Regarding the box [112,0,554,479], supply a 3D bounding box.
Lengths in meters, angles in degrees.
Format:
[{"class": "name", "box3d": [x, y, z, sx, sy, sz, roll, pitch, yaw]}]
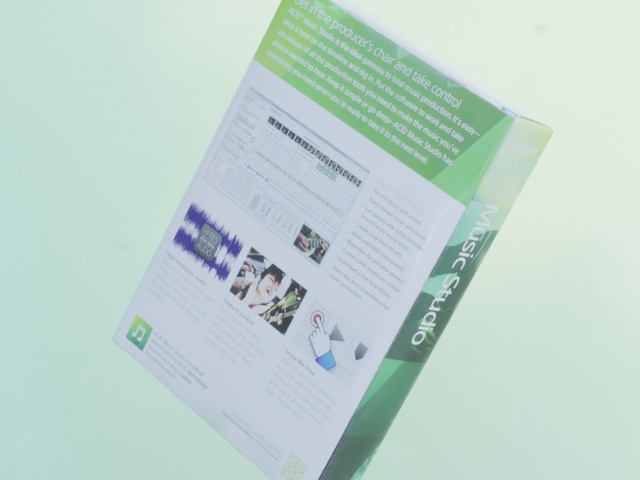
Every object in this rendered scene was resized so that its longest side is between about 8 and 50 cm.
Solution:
[{"class": "box", "box3d": [0.000, 0.000, 1.322, 0.232, 0.322, 0.058, 38, 18, 34]}]
